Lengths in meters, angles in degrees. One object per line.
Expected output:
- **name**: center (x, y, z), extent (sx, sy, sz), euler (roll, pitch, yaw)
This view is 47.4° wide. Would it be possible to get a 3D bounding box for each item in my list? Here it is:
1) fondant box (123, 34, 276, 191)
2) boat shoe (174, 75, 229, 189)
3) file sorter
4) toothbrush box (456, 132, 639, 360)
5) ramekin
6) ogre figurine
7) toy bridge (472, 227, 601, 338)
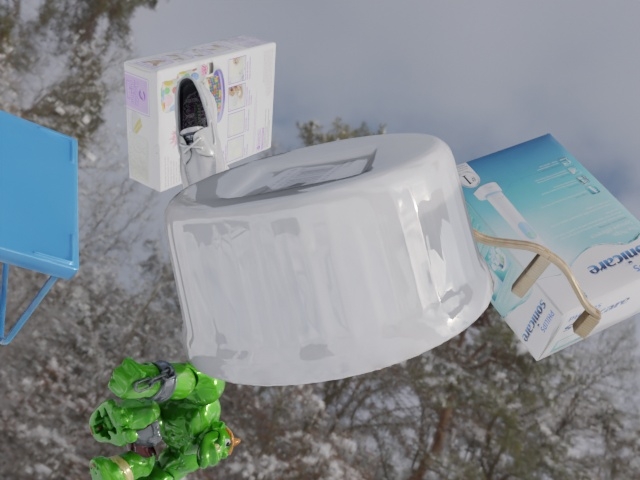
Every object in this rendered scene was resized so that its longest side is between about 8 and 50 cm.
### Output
- **fondant box**: center (-0.232, -0.264, 1.465), extent (0.096, 0.330, 0.238), euler (23, -56, 28)
- **boat shoe**: center (-0.155, -0.126, 0.925), extent (0.066, 0.184, 0.063), euler (-8, -22, 12)
- **file sorter**: center (-0.247, -0.019, 0.431), extent (0.170, 0.118, 0.104), euler (21, -54, -36)
- **toothbrush box**: center (0.337, -0.001, 1.100), extent (0.295, 0.216, 0.126), euler (55, -24, 33)
- **ramekin**: center (0.000, 0.000, 0.633), extent (0.277, 0.277, 0.135), euler (-2, -71, 37)
- **ogre figurine**: center (-0.139, 0.165, 0.634), extent (0.097, 0.118, 0.197), euler (18, -64, 40)
- **toy bridge**: center (0.247, 0.037, 0.852), extent (0.188, 0.026, 0.063), euler (34, -63, 4)
